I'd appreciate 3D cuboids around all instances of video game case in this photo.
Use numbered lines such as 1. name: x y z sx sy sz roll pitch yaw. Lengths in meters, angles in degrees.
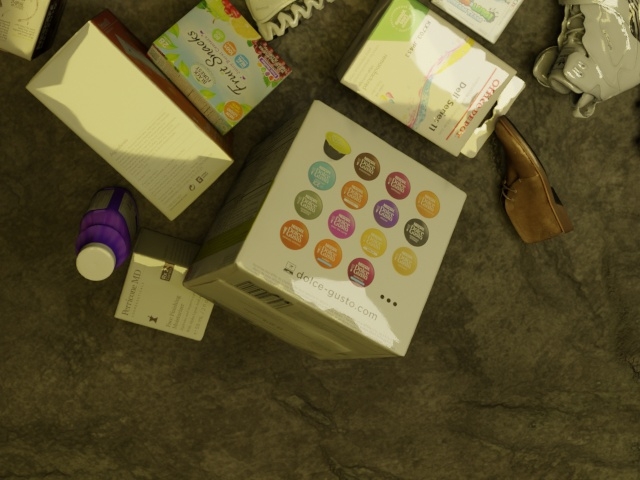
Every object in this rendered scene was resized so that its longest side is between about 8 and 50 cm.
1. video game case: 0.316 -0.486 1.607 0.157 0.019 0.143 29 105 -15

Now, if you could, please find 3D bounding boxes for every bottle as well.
1. bottle: -0.409 -0.010 1.578 0.092 0.283 0.118 -7 113 -3

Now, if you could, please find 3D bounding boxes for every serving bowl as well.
1. serving bowl: 0.469 -0.353 1.669 0.083 0.027 0.083 -2 111 -5

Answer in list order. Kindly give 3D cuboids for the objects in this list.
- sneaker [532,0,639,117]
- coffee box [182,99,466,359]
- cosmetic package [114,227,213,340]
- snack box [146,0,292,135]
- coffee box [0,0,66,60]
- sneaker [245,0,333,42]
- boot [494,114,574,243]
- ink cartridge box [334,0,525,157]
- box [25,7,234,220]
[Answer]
1. sneaker: 0.497 -0.415 1.565 0.210 0.137 0.365 -37 111 -7
2. coffee box: 0.000 0.000 1.533 0.338 0.338 0.334 30 70 -16
3. cosmetic package: -0.308 0.088 1.695 0.184 0.151 0.151 16 107 -11
4. snack box: -0.187 -0.330 1.534 0.207 0.070 0.174 47 68 -9
5. coffee box: -0.501 -0.483 1.447 0.119 0.168 0.297 21 107 -13
6. sneaker: -0.008 -0.490 1.533 0.292 0.110 0.118 -31 102 6
7. boot: 0.418 -0.118 1.718 0.115 0.112 0.305 -26 115 16
8. ink cartridge box: 0.230 -0.311 1.612 0.354 0.119 0.207 29 105 -16
9. box: -0.338 -0.237 1.534 0.168 0.215 0.345 -42 110 10
